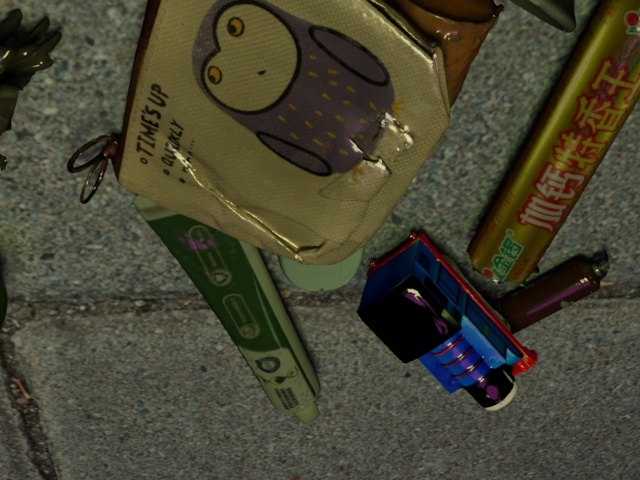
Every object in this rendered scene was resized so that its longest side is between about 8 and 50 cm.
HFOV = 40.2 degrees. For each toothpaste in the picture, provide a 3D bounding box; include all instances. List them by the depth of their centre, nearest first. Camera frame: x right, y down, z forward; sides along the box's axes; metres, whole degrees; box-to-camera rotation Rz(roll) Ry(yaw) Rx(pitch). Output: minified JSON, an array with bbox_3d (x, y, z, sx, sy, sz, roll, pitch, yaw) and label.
[{"bbox_3d":[-0.077,0.082,0.965,0.098,0.061,0.392,-16,129,10],"label":"toothpaste"}]

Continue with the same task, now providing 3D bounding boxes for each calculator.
[{"bbox_3d":[0.000,0.000,0.916,0.095,0.021,0.153,-3,137,-3],"label":"calculator"}]

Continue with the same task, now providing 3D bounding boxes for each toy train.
[{"bbox_3d":[0.136,0.095,0.929,0.082,0.131,0.204,-37,104,27],"label":"toy train"}]

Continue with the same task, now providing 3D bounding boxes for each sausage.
[{"bbox_3d":[0.239,-0.109,0.796,0.082,0.082,0.372,9,132,-13],"label":"sausage"}]

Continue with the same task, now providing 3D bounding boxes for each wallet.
[{"bbox_3d":[-0.053,-0.100,0.725,0.274,0.068,0.335,26,134,-4],"label":"wallet"}]

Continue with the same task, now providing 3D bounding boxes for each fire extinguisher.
[{"bbox_3d":[0.259,0.060,0.982,0.158,0.043,0.064,-32,144,24],"label":"fire extinguisher"}]

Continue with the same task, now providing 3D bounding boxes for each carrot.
[{"bbox_3d":[0.063,-0.118,0.774,0.101,0.102,0.263,10,137,-14],"label":"carrot"}]

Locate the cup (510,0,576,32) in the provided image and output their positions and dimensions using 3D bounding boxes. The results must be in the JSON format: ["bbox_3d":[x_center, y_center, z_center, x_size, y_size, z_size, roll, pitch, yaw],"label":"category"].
[{"bbox_3d":[0.132,-0.258,0.594,0.199,0.199,0.150,25,108,-26],"label":"cup"}]

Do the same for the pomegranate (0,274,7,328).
[{"bbox_3d":[-0.395,0.068,0.867,0.179,0.180,0.210,-3,170,-3],"label":"pomegranate"}]

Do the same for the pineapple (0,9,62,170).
[{"bbox_3d":[-0.372,-0.125,0.667,0.340,0.169,0.169,-8,139,-31],"label":"pineapple"}]
